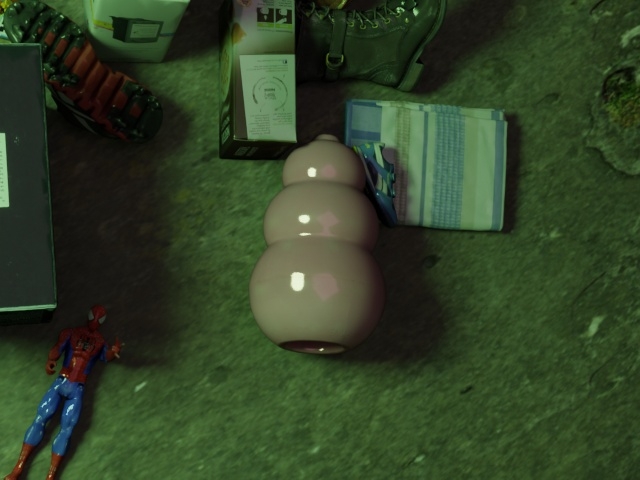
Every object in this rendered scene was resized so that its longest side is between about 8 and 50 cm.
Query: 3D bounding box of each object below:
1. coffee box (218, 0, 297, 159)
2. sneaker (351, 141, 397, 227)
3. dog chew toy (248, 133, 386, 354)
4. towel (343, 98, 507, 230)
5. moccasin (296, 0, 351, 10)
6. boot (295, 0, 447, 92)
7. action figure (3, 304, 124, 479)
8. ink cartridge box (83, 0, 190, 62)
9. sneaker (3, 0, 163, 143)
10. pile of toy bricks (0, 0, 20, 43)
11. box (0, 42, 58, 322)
[{"bbox_3d":[-0.099,-0.258,1.703,0.098,0.141,0.246,1,82,-14],"label":"coffee box"},{"bbox_3d":[0.098,-0.091,1.749,0.059,0.053,0.144,-21,91,-15],"label":"sneaker"},{"bbox_3d":[0.000,0.000,1.672,0.207,0.206,0.332,8,72,-13],"label":"dog chew toy"},{"bbox_3d":[0.172,-0.124,1.812,0.285,0.034,0.209,3,84,-12],"label":"towel"},{"bbox_3d":[0.093,-0.520,1.792,0.147,0.139,0.380,41,74,-30],"label":"moccasin"},{"bbox_3d":[0.065,-0.344,1.733,0.229,0.091,0.263,6,121,-17],"label":"boot"},{"bbox_3d":[-0.361,0.220,1.576,0.091,0.139,0.280,21,75,-12],"label":"action figure"},{"bbox_3d":[-0.270,-0.406,1.592,0.131,0.306,0.226,0,82,-15],"label":"ink cartridge box"},{"bbox_3d":[-0.363,-0.239,1.617,0.276,0.135,0.097,42,65,-30],"label":"sneaker"},{"bbox_3d":[-0.444,-0.324,1.626,0.105,0.118,0.212,16,79,8],"label":"pile of toy bricks"},{"bbox_3d":[-0.458,-0.058,1.494,0.179,0.312,0.343,-3,83,-15],"label":"box"}]
